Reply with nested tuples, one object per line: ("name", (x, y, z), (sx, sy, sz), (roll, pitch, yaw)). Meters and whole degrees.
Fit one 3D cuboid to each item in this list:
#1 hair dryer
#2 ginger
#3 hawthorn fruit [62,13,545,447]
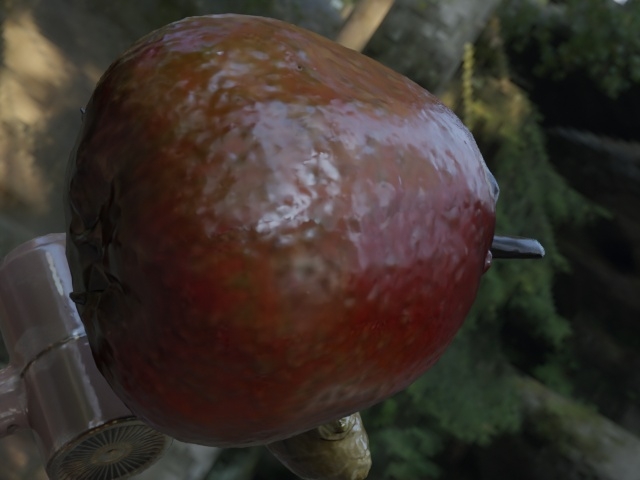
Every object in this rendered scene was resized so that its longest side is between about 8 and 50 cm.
("hair dryer", (-0.302, 0.130, 1.292), (0.107, 0.344, 0.189), (84, -16, -59))
("ginger", (-0.011, 0.087, 1.389), (0.131, 0.086, 0.295), (37, -42, 41))
("hawthorn fruit", (0.000, 0.000, 1.129), (0.368, 0.285, 0.284), (7, 7, -29))
